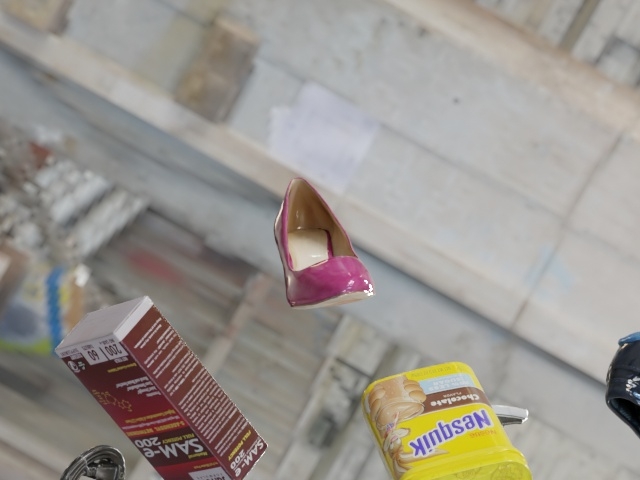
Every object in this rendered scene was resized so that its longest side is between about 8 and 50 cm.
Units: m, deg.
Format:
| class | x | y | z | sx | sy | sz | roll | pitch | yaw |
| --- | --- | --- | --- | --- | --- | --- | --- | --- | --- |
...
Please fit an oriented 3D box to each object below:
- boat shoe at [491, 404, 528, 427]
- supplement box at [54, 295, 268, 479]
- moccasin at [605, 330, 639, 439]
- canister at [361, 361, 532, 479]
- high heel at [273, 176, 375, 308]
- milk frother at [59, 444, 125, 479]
| class | x | y | z | sx | sy | sz | roll | pitch | yaw |
| --- | --- | --- | --- | --- | --- | --- | --- | --- | --- |
| boat shoe | 0.203 | 0.228 | 2.349 | 0.049 | 0.142 | 0.040 | -4 | -99 | 58 |
| supplement box | -0.186 | 0.185 | 2.157 | 0.130 | 0.239 | 0.073 | -17 | -153 | 48 |
| moccasin | 0.414 | 0.251 | 1.985 | 0.138 | 0.342 | 0.117 | -35 | -167 | 50 |
| canister | 0.115 | 0.195 | 1.753 | 0.170 | 0.126 | 0.073 | -115 | -167 | -57 |
| high heel | 0.000 | 0.000 | 1.764 | 0.244 | 0.082 | 0.117 | -137 | -141 | -84 |
| milk frother | -0.232 | 0.219 | 1.469 | 0.129 | 0.135 | 0.143 | 62 | 48 | -68 |
